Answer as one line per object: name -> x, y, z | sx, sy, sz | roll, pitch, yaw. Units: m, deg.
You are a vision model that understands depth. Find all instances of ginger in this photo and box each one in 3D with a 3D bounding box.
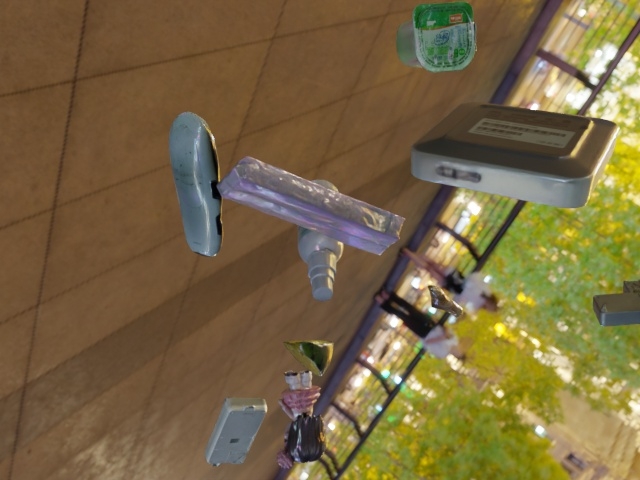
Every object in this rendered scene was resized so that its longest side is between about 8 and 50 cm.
ginger -> 0.202, 0.104, 1.163 | 0.097, 0.048, 0.030 | 39, 73, -35

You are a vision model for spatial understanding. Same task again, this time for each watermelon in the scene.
watermelon -> -0.021, 0.244, 1.425 | 0.181, 0.092, 0.075 | 156, -64, -73

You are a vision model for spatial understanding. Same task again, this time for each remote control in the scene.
remote control -> -0.205, -0.085, 1.138 | 0.045, 0.097, 0.256 | -37, 131, -47

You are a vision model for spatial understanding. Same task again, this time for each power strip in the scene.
power strip -> 0.753, 0.138, 1.616 | 0.145, 0.216, 0.061 | -77, 160, -65
power strip -> -0.165, 0.372, 1.333 | 0.081, 0.035, 0.192 | 6, 127, -24

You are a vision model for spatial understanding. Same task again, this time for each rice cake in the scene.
rice cake -> -0.009, -0.053, 1.080 | 0.106, 0.298, 0.050 | -28, -135, 63

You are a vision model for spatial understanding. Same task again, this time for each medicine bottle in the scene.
medicine bottle -> 0.000, 0.000, 1.656 | 0.351, 0.110, 0.110 | -93, -161, -47

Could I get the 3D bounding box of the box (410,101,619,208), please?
box -> 0.419, -0.203, 1.471 | 0.373, 0.367, 0.090 | -43, 140, -49

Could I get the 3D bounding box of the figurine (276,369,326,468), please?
figurine -> -0.029, 0.244, 0.941 | 0.072, 0.129, 0.054 | -4, 179, -29

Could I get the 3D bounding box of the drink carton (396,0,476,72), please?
drink carton -> 0.246, -0.443, 1.531 | 0.146, 0.144, 0.142 | -9, -169, -18
